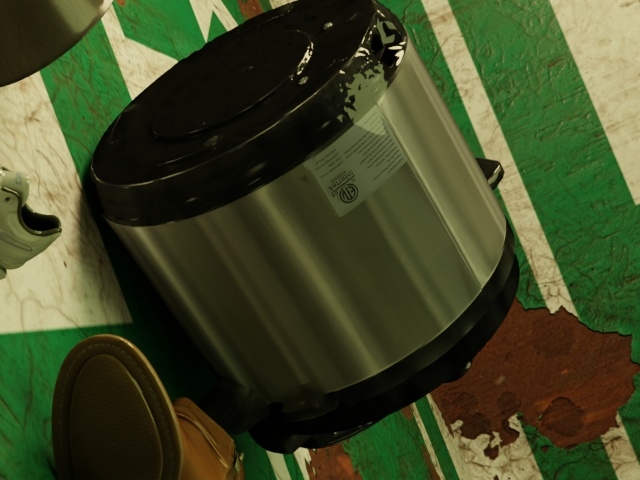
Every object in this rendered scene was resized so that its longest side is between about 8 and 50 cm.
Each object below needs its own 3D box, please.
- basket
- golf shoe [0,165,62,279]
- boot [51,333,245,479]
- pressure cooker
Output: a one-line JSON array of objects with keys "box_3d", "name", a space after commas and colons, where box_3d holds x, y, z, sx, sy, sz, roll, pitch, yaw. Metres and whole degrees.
[{"box_3d": [-0.301, -0.275, 1.227, 0.227, 0.154, 0.204, 56, 14, -29], "name": "basket"}, {"box_3d": [-0.268, -0.046, 1.087, 0.176, 0.086, 0.069, 53, 20, -44], "name": "golf shoe"}, {"box_3d": [-0.128, 0.177, 1.218, 0.220, 0.109, 0.283, -73, 141, -70], "name": "boot"}, {"box_3d": [0.002, 0.002, 1.495, 0.420, 0.369, 0.375, 57, 19, -26], "name": "pressure cooker"}]
